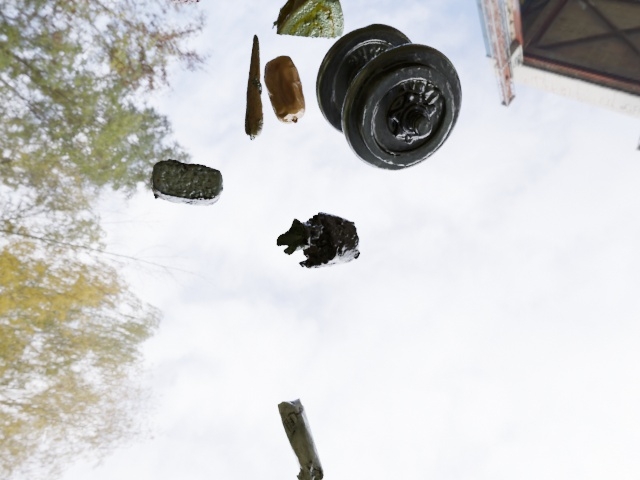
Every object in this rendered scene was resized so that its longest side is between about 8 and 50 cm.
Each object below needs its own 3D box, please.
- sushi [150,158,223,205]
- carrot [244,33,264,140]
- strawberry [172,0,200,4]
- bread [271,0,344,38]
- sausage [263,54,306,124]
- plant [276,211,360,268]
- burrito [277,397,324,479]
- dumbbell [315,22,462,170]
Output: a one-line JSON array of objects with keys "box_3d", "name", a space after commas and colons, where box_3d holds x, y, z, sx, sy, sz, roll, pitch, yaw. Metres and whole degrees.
[{"box_3d": [-0.421, -0.175, 1.437, 0.127, 0.224, 0.124, 153, -61, -66], "name": "sushi"}, {"box_3d": [-0.158, -0.369, 1.090, 0.049, 0.049, 0.255, 1, -89, 29], "name": "carrot"}, {"box_3d": [-0.325, -0.772, 1.206, 0.220, 0.274, 0.275, 4, -114, -7], "name": "strawberry"}, {"box_3d": [-0.025, -0.499, 0.974, 0.156, 0.110, 0.103, -8, -133, -18], "name": "bread"}, {"box_3d": [-0.128, -0.540, 1.637, 0.136, 0.120, 0.242, 4, -66, 53], "name": "sausage"}, {"box_3d": [0.000, 0.000, 1.125, 0.142, 0.203, 0.131, -29, -118, 52], "name": "plant"}, {"box_3d": [-0.044, 0.436, 0.992, 0.064, 0.064, 0.203, -34, -133, 11], "name": "burrito"}, {"box_3d": [0.102, -0.227, 0.717, 0.192, 0.192, 0.290, -38, -144, 9], "name": "dumbbell"}]
